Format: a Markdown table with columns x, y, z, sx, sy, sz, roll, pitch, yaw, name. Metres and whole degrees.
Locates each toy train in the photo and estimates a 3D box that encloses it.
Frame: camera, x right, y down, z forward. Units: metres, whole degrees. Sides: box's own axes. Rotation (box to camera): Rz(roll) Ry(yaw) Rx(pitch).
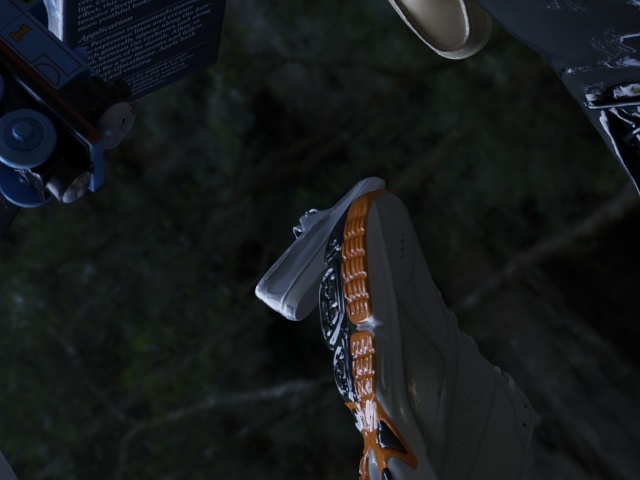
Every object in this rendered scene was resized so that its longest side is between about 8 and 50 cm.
| x | y | z | sx | sy | sz | roll | pitch | yaw | name |
| --- | --- | --- | --- | --- | --- | --- | --- | --- | --- |
| -0.203 | -0.104 | 1.148 | 0.184 | 0.105 | 0.080 | 41 | 158 | 15 | toy train |

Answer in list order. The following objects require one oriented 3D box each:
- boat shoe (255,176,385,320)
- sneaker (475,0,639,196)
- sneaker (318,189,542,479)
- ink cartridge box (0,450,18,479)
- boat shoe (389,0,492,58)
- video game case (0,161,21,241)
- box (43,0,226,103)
| x | y | z | sx | sy | sz | roll | pitch | yaw | name |
| --- | --- | --- | --- | --- | --- | --- | --- | --- | --- |
| 0.000 | 0.000 | 1.777 | 0.063 | 0.184 | 0.066 | 27 | 159 | 18 | boat shoe |
| 0.150 | -0.036 | 0.577 | 0.286 | 0.130 | 0.109 | 21 | 168 | -35 | sneaker |
| 0.078 | 0.093 | 1.140 | 0.099 | 0.121 | 0.263 | 171 | 88 | -72 | sneaker |
| -0.392 | 0.229 | 1.388 | 0.289 | 0.121 | 0.211 | -53 | -47 | -39 | ink cartridge box |
| 0.079 | -0.325 | 1.889 | 0.302 | 0.109 | 0.098 | 61 | -150 | -5 | boat shoe |
| -0.285 | -0.078 | 1.276 | 0.196 | 0.026 | 0.274 | 63 | -154 | -28 | video game case |
| -0.251 | -0.356 | 1.827 | 0.212 | 0.395 | 0.293 | -27 | -110 | -21 | box |
